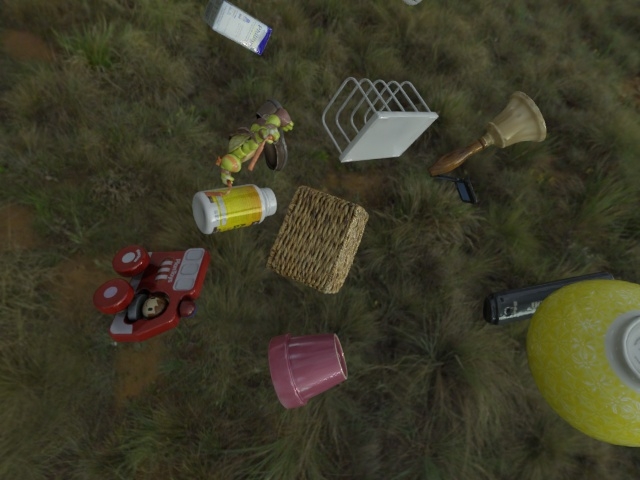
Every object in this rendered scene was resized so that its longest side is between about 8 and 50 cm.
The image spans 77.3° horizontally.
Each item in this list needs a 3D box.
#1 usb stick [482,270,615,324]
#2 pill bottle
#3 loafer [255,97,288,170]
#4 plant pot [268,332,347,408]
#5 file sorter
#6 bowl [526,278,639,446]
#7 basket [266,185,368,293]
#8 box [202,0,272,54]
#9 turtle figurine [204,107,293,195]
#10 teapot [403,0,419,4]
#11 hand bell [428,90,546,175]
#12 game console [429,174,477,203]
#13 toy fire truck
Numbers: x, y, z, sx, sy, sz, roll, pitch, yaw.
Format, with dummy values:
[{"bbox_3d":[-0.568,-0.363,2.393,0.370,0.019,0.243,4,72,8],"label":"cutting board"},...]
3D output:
[{"bbox_3d":[0.475,0.120,0.830,0.279,0.077,0.045,-9,26,-6],"label":"usb stick"},{"bbox_3d":[-0.235,-0.093,1.116,0.215,0.117,0.117,-15,62,-34],"label":"pill bottle"},{"bbox_3d":[-0.244,-0.469,1.839,0.130,0.365,0.134,-33,53,-28],"label":"loafer"},{"bbox_3d":[-0.028,0.347,1.122,0.181,0.201,0.201,-17,61,5],"label":"plant pot"},{"bbox_3d":[0.171,-0.373,1.220,0.278,0.193,0.173,-15,69,-40],"label":"file sorter"},{"bbox_3d":[0.516,0.190,0.660,0.290,0.156,0.289,-3,70,8],"label":"bowl"},{"bbox_3d":[0.000,0.000,1.311,0.223,0.213,0.298,21,90,18],"label":"basket"},{"bbox_3d":[-0.213,-0.551,1.019,0.137,0.072,0.126,14,28,-37],"label":"box"},{"bbox_3d":[-0.167,-0.209,0.896,0.087,0.270,0.217,45,48,-14],"label":"turtle figurine"},{"bbox_3d":[0.203,-0.680,0.894,0.256,0.187,0.252,31,38,-28],"label":"teapot"},{"bbox_3d":[0.357,-0.217,0.907,0.242,0.126,0.126,-29,64,10],"label":"hand bell"},{"bbox_3d":[0.357,-0.140,1.082,0.071,0.122,0.107,-22,97,7],"label":"game console"},{"bbox_3d":[-0.469,0.146,1.154,0.254,0.169,0.302,-4,47,8],"label":"toy fire truck"}]
